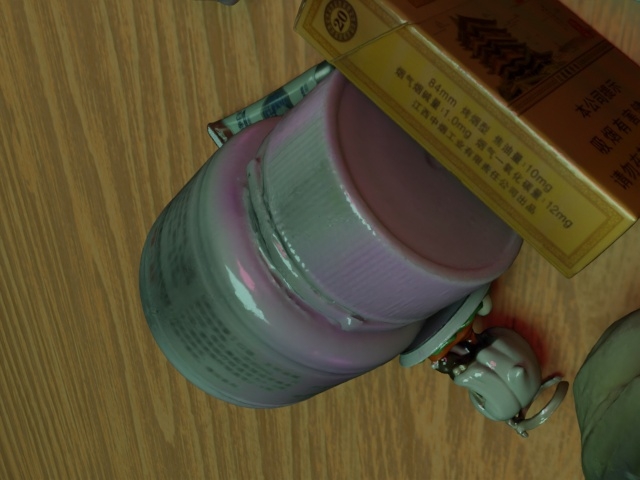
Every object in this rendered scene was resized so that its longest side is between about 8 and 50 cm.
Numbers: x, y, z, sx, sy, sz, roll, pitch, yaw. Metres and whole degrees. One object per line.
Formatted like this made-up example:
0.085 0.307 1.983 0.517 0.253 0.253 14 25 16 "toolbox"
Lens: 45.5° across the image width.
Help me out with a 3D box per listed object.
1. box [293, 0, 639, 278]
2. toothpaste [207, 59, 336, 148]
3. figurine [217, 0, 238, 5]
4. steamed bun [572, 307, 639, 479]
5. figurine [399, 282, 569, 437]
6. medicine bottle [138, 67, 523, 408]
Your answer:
0.136 -0.120 0.569 0.274 0.174 0.076 45 136 12 "box"
-0.048 -0.139 0.831 0.239 0.039 0.062 -20 108 49 "toothpaste"
-0.131 -0.354 0.704 0.200 0.133 0.276 -2 111 25 "figurine"
0.316 0.155 0.526 0.275 0.206 0.320 51 153 2 "steamed bun"
0.170 0.116 0.744 0.153 0.132 0.132 42 138 -3 "figurine"
0.000 0.000 0.710 0.256 0.256 0.325 54 138 2 "medicine bottle"
